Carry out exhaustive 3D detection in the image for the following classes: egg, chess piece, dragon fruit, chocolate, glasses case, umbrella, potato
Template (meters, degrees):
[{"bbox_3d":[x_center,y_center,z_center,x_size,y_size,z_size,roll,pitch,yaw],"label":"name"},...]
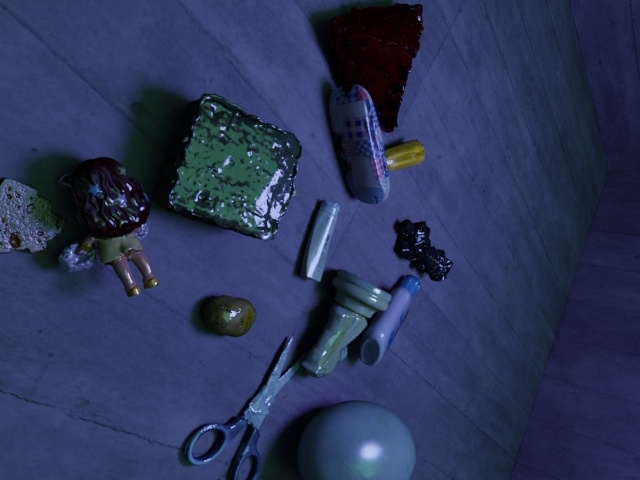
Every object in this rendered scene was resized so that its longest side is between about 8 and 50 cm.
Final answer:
[{"bbox_3d":[0.100,0.578,1.310,0.389,0.276,0.276,21,82,-48],"label":"egg"},{"bbox_3d":[0.059,0.240,1.319,0.176,0.176,0.298,32,85,-44],"label":"chess piece"},{"bbox_3d":[0.149,-0.504,1.320,0.286,0.228,0.329,95,10,-53],"label":"dragon fruit"},{"bbox_3d":[0.218,-0.243,1.437,0.219,0.085,0.086,-22,112,-37],"label":"chocolate"},{"bbox_3d":[0.106,-0.248,1.283,0.076,0.125,0.327,-36,121,-36],"label":"glasses case"},{"bbox_3d":[0.336,0.033,1.594,0.272,0.122,0.110,48,20,-36],"label":"umbrella"},{"bbox_3d":[-0.196,0.170,1.079,0.138,0.070,0.091,21,82,-46],"label":"potato"}]

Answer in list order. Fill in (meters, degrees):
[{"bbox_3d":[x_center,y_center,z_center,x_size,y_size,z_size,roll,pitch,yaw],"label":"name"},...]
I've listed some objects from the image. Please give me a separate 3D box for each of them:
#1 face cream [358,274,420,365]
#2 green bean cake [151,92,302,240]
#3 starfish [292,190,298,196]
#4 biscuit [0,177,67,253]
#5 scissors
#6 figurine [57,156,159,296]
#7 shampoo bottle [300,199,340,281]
[{"bbox_3d":[0.222,0.228,1.493,0.337,0.080,0.163,-48,157,-43],"label":"face cream"},{"bbox_3d":[-0.177,-0.141,0.972,0.255,0.132,0.241,17,84,-34],"label":"green bean cake"},{"bbox_3d":[-0.126,-0.121,1.106,0.176,0.053,0.208,15,86,-28],"label":"starfish"},{"bbox_3d":[-0.481,-0.040,0.780,0.119,0.019,0.130,-30,119,-42],"label":"biscuit"},{"bbox_3d":[-0.147,0.415,1.204,0.383,0.029,0.256,-54,131,-27],"label":"scissors"},{"bbox_3d":[-0.356,-0.023,0.833,0.174,0.115,0.240,-32,116,-50],"label":"figurine"},{"bbox_3d":[0.000,0.000,1.271,0.072,0.049,0.212,23,80,-42],"label":"shampoo bottle"}]
